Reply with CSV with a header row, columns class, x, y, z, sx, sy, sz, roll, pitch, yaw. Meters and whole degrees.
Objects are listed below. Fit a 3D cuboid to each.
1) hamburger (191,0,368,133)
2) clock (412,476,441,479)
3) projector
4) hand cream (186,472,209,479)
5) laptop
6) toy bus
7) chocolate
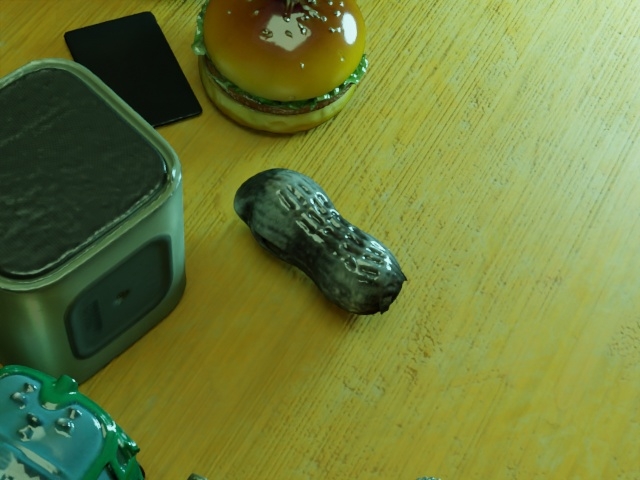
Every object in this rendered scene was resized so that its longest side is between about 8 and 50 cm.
class,x,y,z,sx,sy,sz,roll,pitch,yaw
hamburger,-0.054,-0.275,1.488,0.246,0.170,0.246,4,60,-7
clock,0.119,0.304,1.249,0.074,0.010,0.083,34,60,14
projector,-0.303,-0.013,1.255,0.248,0.249,0.248,42,63,19
hand cream,-0.201,0.392,1.130,0.124,0.078,0.341,25,64,8
laptop,-0.259,-0.229,1.529,0.135,0.016,0.197,-19,64,-18
toy bus,-0.330,0.289,1.100,0.183,0.199,0.344,26,58,10
chocolate,0.000,0.000,1.364,0.248,0.110,0.110,42,63,14
